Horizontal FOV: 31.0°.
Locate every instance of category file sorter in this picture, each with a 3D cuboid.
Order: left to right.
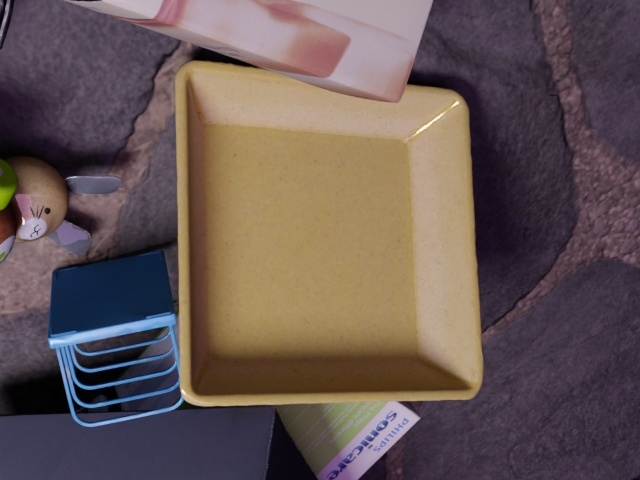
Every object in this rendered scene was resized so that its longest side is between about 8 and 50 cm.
[{"bbox_3d":[-0.200,0.096,1.155,0.118,0.170,0.104,-11,111,-7],"label":"file sorter"}]

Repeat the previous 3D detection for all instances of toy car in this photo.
[{"bbox_3d":[-0.285,-0.027,1.091,0.188,0.149,0.155,7,130,-41],"label":"toy car"}]

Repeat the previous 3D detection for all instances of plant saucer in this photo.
[{"bbox_3d":[0.000,0.000,1.183,0.333,0.081,0.333,3,80,-25],"label":"plant saucer"}]

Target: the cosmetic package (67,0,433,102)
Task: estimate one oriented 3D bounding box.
[{"bbox_3d":[-0.064,-0.227,1.030,0.296,0.153,0.129,15,95,-29],"label":"cosmetic package"}]

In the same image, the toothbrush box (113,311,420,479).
[{"bbox_3d":[-0.059,0.185,1.329,0.206,0.122,0.283,-47,126,10],"label":"toothbrush box"}]

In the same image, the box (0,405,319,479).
[{"bbox_3d":[-0.171,0.327,1.209,0.343,0.179,0.312,-5,141,17],"label":"box"}]

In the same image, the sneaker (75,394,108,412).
[{"bbox_3d":[-0.285,0.209,1.295,0.069,0.038,0.098,20,110,-34],"label":"sneaker"}]

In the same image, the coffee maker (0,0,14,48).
[{"bbox_3d":[-0.372,-0.184,0.953,0.178,0.120,0.171,28,107,-34],"label":"coffee maker"}]
